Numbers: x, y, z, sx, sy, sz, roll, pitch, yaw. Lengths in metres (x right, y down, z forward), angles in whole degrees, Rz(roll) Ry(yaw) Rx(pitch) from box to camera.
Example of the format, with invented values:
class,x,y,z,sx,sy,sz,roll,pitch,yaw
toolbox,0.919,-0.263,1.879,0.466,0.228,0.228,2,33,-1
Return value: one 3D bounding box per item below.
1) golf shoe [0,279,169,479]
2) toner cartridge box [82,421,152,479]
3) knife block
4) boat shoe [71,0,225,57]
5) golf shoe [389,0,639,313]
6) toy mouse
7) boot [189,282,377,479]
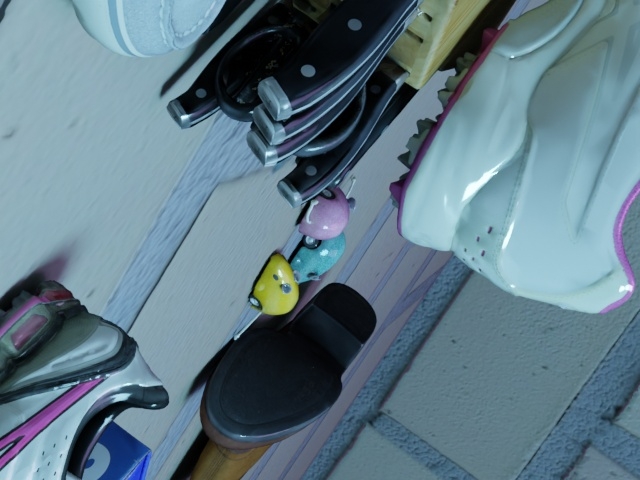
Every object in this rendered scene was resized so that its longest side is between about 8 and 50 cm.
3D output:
class,x,y,z,sx,sy,sz,roll,pitch,yaw
golf shoe,-0.146,0.110,0.606,0.186,0.086,0.067,-52,172,-8
toner cartridge box,-0.225,0.235,0.685,0.348,0.075,0.165,-49,169,-30
knife block,0.046,-0.150,0.616,0.275,0.088,0.242,-57,171,17
boat shoe,-0.010,-0.134,0.416,0.079,0.081,0.227,-43,165,-49
golf shoe,0.163,-0.103,0.676,0.306,0.140,0.115,-56,169,6
toy mouse,0.000,0.000,1.099,0.143,0.031,0.161,-47,168,-37
boot,-0.088,0.180,1.241,0.280,0.096,0.264,-51,-179,28
